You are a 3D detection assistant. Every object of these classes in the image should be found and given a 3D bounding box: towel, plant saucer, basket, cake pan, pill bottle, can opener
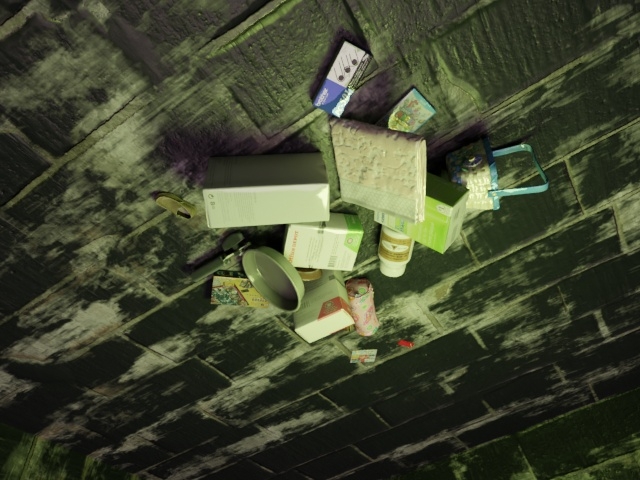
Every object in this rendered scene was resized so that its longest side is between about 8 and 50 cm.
[{"bbox_3d":[0.179,-0.220,1.394,0.053,0.332,0.316,-42,139,-32],"label":"towel"},{"bbox_3d":[-0.074,0.101,1.692,0.169,0.168,0.029,4,113,-11],"label":"plant saucer"},{"bbox_3d":[0.575,-0.222,1.455,0.289,0.254,0.201,-7,128,12],"label":"basket"},{"bbox_3d":[-0.173,0.140,1.642,0.293,0.054,0.293,29,142,26],"label":"cake pan"},{"bbox_3d":[0.291,0.025,1.697,0.131,0.131,0.229,-2,129,-6],"label":"pill bottle"},{"bbox_3d":[-0.386,0.065,1.689,0.280,0.074,0.093,-33,91,17],"label":"can opener"}]

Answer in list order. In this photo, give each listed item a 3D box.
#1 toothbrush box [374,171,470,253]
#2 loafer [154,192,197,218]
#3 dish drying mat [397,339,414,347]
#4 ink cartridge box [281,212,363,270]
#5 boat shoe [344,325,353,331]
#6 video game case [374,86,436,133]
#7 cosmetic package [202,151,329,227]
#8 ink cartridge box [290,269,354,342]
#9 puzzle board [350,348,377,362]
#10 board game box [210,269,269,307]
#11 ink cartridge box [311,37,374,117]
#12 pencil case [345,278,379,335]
[{"bbox_3d":[0.332,-0.117,1.482,0.122,0.283,0.206,-39,145,-31],"label":"toothbrush box"},{"bbox_3d":[-0.501,-0.119,1.522,0.148,0.050,0.056,21,123,-23],"label":"loafer"},{"bbox_3d":[0.429,0.519,2.200,0.083,0.008,0.032,18,125,-21],"label":"dish drying mat"},{"bbox_3d":[0.000,0.000,1.646,0.273,0.114,0.198,5,127,-12],"label":"ink cartridge box"},{"bbox_3d":[0.071,0.328,1.835,0.105,0.110,0.307,-6,171,-4],"label":"boat shoe"},{"bbox_3d":[0.275,-0.397,1.424,0.119,0.015,0.166,34,117,-30],"label":"video game case"},{"bbox_3d":[-0.169,-0.168,1.425,0.386,0.217,0.156,-1,129,-4],"label":"cosmetic package"},{"bbox_3d":[-0.003,0.225,1.723,0.207,0.282,0.117,-26,132,14],"label":"ink cartridge box"},{"bbox_3d":[0.219,0.589,2.226,0.128,0.011,0.096,-1,129,-7],"label":"puzzle board"},{"bbox_3d":[-0.325,0.202,1.815,0.244,0.042,0.165,7,127,-13],"label":"board game box"},{"bbox_3d":[0.062,-0.480,1.307,0.097,0.046,0.207,19,124,-20],"label":"ink cartridge box"},{"bbox_3d":[0.184,0.290,1.906,0.124,0.124,0.284,-13,129,2],"label":"pencil case"}]
